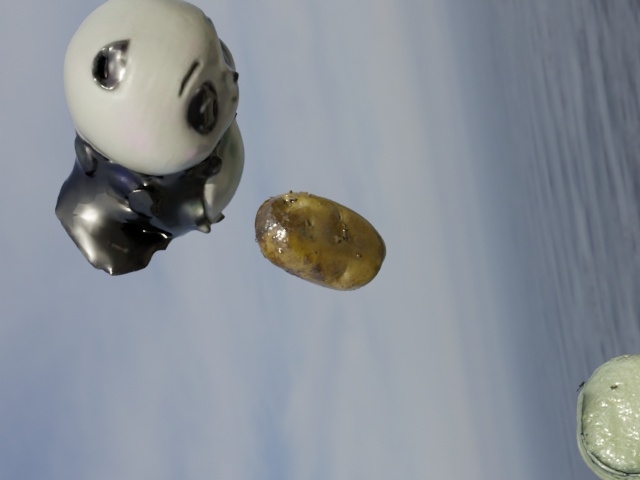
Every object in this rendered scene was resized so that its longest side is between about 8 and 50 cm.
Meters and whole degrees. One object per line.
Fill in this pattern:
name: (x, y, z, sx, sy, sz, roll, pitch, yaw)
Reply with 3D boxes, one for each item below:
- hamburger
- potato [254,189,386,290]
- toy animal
hamburger: (0.322, 0.183, 1.050, 0.062, 0.133, 0.140, 38, -111, -61)
potato: (0.000, 0.000, 0.616, 0.040, 0.083, 0.051, 169, 119, -73)
toy animal: (-0.123, -0.089, 0.778, 0.166, 0.138, 0.179, -88, 7, -46)
